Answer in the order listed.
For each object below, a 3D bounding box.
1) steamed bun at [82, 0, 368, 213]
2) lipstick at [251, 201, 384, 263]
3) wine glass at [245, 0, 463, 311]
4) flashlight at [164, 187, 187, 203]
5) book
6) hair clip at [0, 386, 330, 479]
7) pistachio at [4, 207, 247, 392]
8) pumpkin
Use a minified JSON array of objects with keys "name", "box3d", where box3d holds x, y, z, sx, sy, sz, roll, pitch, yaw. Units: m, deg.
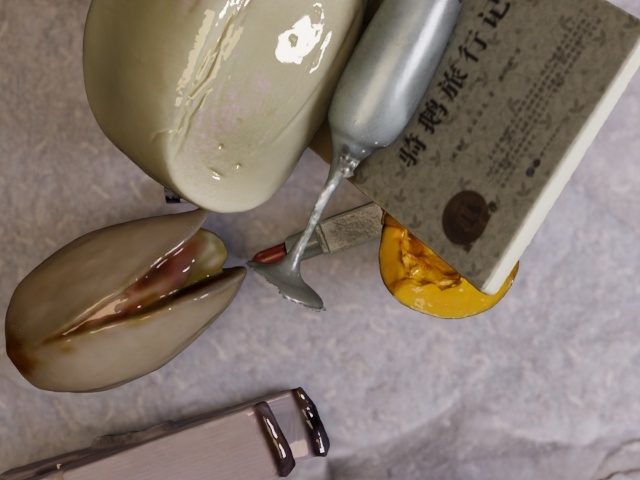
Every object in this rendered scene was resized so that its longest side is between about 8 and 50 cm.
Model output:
[{"name":"steamed bun","box3d":[-0.081,-0.157,1.021,0.200,0.155,0.250,36,107,52]},{"name":"lipstick","box3d":[-0.001,-0.001,1.126,0.129,0.030,0.030,-20,94,19]},{"name":"wine glass","box3d":[0.029,-0.079,0.975,0.074,0.074,0.262,28,99,10]},{"name":"flashlight","box3d":[-0.095,-0.044,1.152,0.083,0.018,0.018,-2,101,17]},{"name":"book","box3d":[0.082,-0.130,0.997,0.310,0.021,0.216,42,109,40]},{"name":"hair clip","box3d":[-0.160,0.212,1.176,0.331,0.101,0.085,-21,98,20]},{"name":"pistachio","box3d":[-0.171,0.052,1.128,0.215,0.144,0.144,-30,90,11]},{"name":"pumpkin","box3d":[0.110,-0.028,1.049,0.119,0.107,0.183,16,87,10]}]
